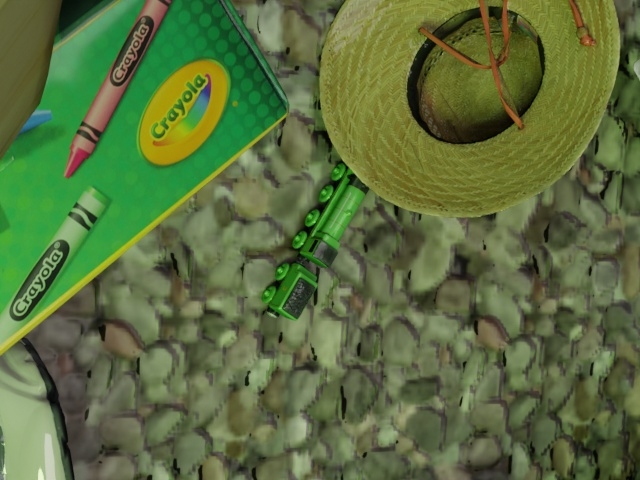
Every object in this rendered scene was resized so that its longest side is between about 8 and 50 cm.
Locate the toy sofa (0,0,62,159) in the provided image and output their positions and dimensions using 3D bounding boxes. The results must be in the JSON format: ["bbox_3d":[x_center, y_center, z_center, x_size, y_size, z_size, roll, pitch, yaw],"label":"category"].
[{"bbox_3d":[-0.244,-0.135,0.543,0.363,0.150,0.177,18,121,1],"label":"toy sofa"}]

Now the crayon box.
[{"bbox_3d":[-0.165,-0.002,0.716,0.278,0.165,0.081,-41,114,-19],"label":"crayon box"}]

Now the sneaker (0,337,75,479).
[{"bbox_3d":[-0.146,0.175,0.806,0.110,0.107,0.275,-10,97,-8],"label":"sneaker"}]

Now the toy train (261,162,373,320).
[{"bbox_3d":[0.000,0.000,0.891,0.017,0.024,0.083,35,80,-28],"label":"toy train"}]

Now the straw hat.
[{"bbox_3d":[0.075,-0.073,0.899,0.144,0.144,0.061,-68,162,-5],"label":"straw hat"}]

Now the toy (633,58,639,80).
[{"bbox_3d":[0.253,-0.024,1.011,0.137,0.056,0.237,-37,107,-23],"label":"toy"}]
